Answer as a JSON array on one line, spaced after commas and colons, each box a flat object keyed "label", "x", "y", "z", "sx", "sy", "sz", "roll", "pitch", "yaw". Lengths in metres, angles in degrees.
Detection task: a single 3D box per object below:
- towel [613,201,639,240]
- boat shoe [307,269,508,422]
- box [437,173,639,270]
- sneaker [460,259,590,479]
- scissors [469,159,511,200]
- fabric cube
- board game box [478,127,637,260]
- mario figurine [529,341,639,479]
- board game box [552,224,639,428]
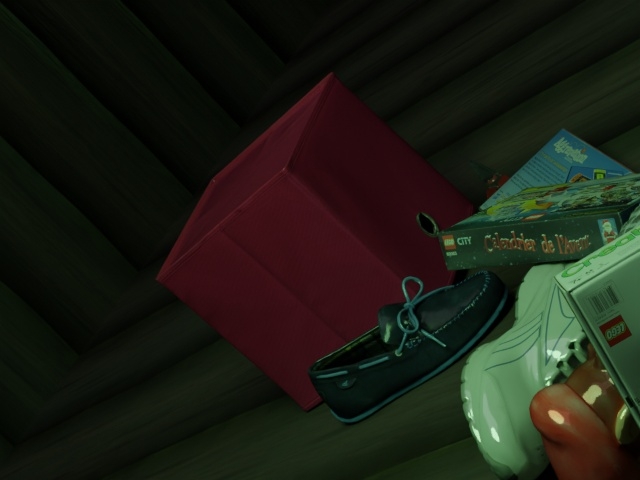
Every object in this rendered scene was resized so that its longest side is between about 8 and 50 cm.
[{"label": "towel", "x": 0.409, "y": -0.057, "z": 1.404, "sx": 0.235, "sy": 0.121, "sz": 0.283, "roll": -51, "pitch": 17, "yaw": -19}, {"label": "boat shoe", "x": 0.093, "y": 0.113, "z": 1.818, "sx": 0.258, "sy": 0.089, "sz": 0.109, "roll": -40, "pitch": 16, "yaw": 16}, {"label": "box", "x": 0.257, "y": -0.022, "z": 1.636, "sx": 0.233, "sy": 0.044, "sz": 0.159, "roll": -6, "pitch": 14, "yaw": 47}, {"label": "sneaker", "x": 0.225, "y": 0.103, "z": 1.491, "sx": 0.129, "sy": 0.111, "sz": 0.297, "roll": -23, "pitch": 26, "yaw": 42}, {"label": "scissors", "x": 0.237, "y": -0.077, "z": 2.084, "sx": 0.109, "sy": 0.021, "sz": 0.297, "roll": -42, "pitch": 15, "yaw": 19}, {"label": "fabric cube", "x": 0.000, "y": 0.000, "z": 2.002, "sx": 0.259, "sy": 0.258, "sz": 0.254, "roll": -39, "pitch": 15, "yaw": 33}, {"label": "board game box", "x": 0.279, "y": -0.042, "z": 1.832, "sx": 0.145, "sy": 0.027, "sz": 0.281, "roll": -44, "pitch": 20, "yaw": 4}, {"label": "mario figurine", "x": 0.292, "y": 0.079, "z": 1.258, "sx": 0.198, "sy": 0.170, "sz": 0.321, "roll": 10, "pitch": -75, "yaw": -60}, {"label": "board game box", "x": 0.338, "y": 0.032, "z": 1.102, "sx": 0.305, "sy": 0.193, "sz": 0.053, "roll": -30, "pitch": 12, "yaw": 2}]
